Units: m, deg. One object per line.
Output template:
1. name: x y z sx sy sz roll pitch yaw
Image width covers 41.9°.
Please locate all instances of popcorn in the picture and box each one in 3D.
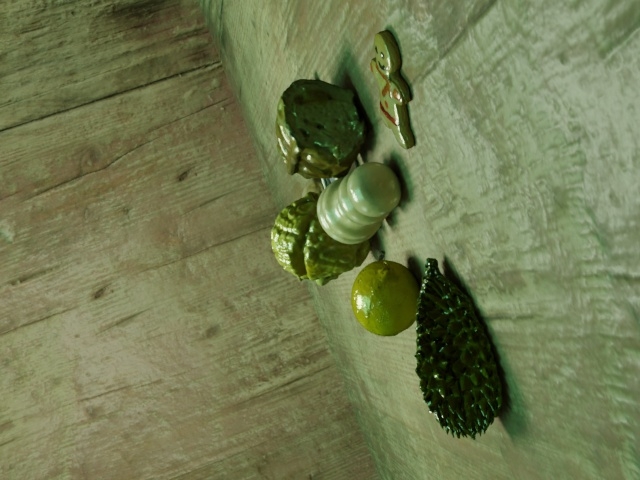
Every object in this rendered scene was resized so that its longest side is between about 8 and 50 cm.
1. popcorn: 0.000 0.000 2.273 0.258 0.270 0.224 39 -153 -30

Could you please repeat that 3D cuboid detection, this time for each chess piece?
1. chess piece: 0.100 -0.100 1.939 0.299 0.167 0.167 136 113 -73

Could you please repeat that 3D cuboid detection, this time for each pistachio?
1. pistachio: 0.024 -0.087 2.431 0.223 0.126 0.152 68 -155 -20

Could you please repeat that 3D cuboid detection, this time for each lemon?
1. lemon: 0.156 0.135 1.996 0.173 0.173 0.206 -120 22 -44

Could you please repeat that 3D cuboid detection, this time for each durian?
1. durian: 0.284 0.223 1.723 0.198 0.163 0.395 -1 -106 -68

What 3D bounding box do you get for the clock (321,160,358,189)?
1. clock: 0.044 -0.197 2.226 0.192 0.071 0.147 -170 60 -78

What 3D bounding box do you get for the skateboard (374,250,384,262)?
1. skateboard: 0.173 0.076 2.216 0.064 0.032 0.083 102 150 -54

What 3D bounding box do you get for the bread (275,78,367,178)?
1. bread: -0.006 -0.257 2.008 0.252 0.238 0.196 88 -163 -76

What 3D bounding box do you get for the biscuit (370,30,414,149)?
1. biscuit: 0.135 -0.301 1.634 0.153 0.030 0.234 -123 15 -44
